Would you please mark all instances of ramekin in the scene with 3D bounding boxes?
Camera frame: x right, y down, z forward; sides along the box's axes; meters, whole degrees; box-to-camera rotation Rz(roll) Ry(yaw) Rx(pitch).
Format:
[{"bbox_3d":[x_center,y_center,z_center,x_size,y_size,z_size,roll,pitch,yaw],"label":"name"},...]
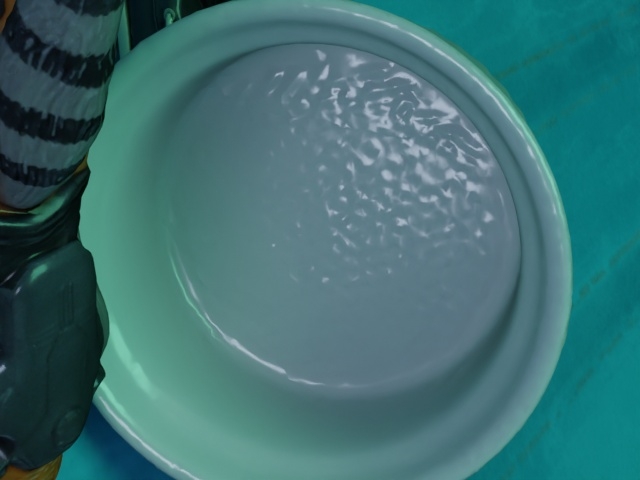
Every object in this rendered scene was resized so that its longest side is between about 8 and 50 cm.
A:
[{"bbox_3d":[0.000,0.000,0.725,0.277,0.277,0.135,67,16,-9],"label":"ramekin"}]

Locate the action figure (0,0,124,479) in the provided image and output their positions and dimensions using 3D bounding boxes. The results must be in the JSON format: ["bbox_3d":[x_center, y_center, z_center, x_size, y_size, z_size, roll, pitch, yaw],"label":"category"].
[{"bbox_3d":[-0.166,0.017,0.487,0.341,0.178,0.330,-42,150,-45],"label":"action figure"}]

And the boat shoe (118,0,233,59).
[{"bbox_3d":[-0.073,-0.110,0.841,0.095,0.079,0.255,2,73,-56],"label":"boat shoe"}]
